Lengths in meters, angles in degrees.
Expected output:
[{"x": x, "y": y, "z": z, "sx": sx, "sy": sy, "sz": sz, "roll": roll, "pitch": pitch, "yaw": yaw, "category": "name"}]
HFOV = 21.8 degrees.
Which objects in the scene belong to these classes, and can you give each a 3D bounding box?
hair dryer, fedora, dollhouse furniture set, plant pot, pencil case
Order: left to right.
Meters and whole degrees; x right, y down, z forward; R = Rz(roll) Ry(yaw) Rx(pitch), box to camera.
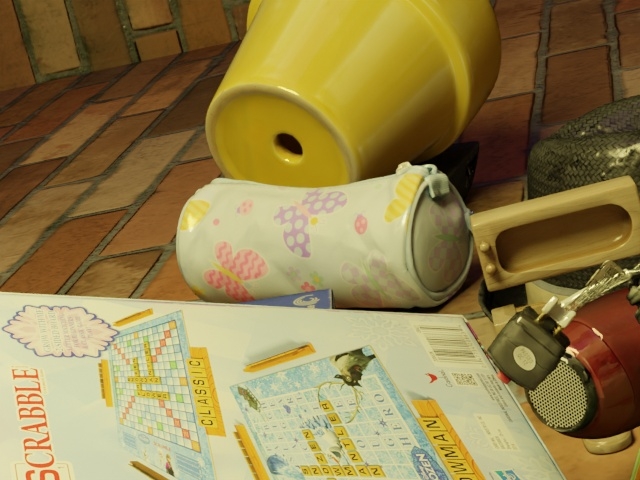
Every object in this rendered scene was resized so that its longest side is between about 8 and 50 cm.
[{"x": 0.000, "y": 0.000, "z": 1.493, "sx": 0.273, "sy": 0.124, "sz": 0.113, "roll": -3, "pitch": 20, "yaw": 36, "category": "pencil case"}, {"x": 0.017, "y": -0.150, "z": 1.613, "sx": 0.254, "sy": 0.254, "sz": 0.239, "roll": -2, "pitch": 36, "yaw": 35, "category": "plant pot"}, {"x": 0.189, "y": 0.053, "z": 1.102, "sx": 0.144, "sy": 0.151, "sz": 0.123, "roll": -14, "pitch": 16, "yaw": 5, "category": "dollhouse furniture set"}, {"x": 0.275, "y": -0.029, "z": 1.305, "sx": 0.334, "sy": 0.152, "sz": 0.334, "roll": -13, "pitch": 16, "yaw": 4, "category": "fedora"}, {"x": 0.216, "y": 0.041, "z": 0.942, "sx": 0.223, "sy": 0.080, "sz": 0.293, "roll": -29, "pitch": -12, "yaw": 9, "category": "hair dryer"}]

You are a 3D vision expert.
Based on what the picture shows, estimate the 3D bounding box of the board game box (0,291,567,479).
[{"x": -0.030, "y": 0.134, "z": 0.841, "sx": 0.318, "sy": 0.066, "sz": 0.318, "roll": 4, "pitch": 26, "yaw": -17, "category": "board game box"}]

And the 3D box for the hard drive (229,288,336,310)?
[{"x": -0.143, "y": 0.110, "z": 1.347, "sx": 0.319, "sy": 0.040, "sz": 0.210, "roll": -9, "pitch": 16, "yaw": 2, "category": "hard drive"}]

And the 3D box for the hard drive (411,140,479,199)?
[{"x": 0.053, "y": -0.035, "z": 1.689, "sx": 0.172, "sy": 0.054, "sz": 0.255, "roll": -5, "pitch": 19, "yaw": 28, "category": "hard drive"}]

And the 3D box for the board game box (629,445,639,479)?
[{"x": 0.248, "y": 0.096, "z": 0.954, "sx": 0.039, "sy": 0.124, "sz": 0.259, "roll": 26, "pitch": 37, "yaw": 26, "category": "board game box"}]
